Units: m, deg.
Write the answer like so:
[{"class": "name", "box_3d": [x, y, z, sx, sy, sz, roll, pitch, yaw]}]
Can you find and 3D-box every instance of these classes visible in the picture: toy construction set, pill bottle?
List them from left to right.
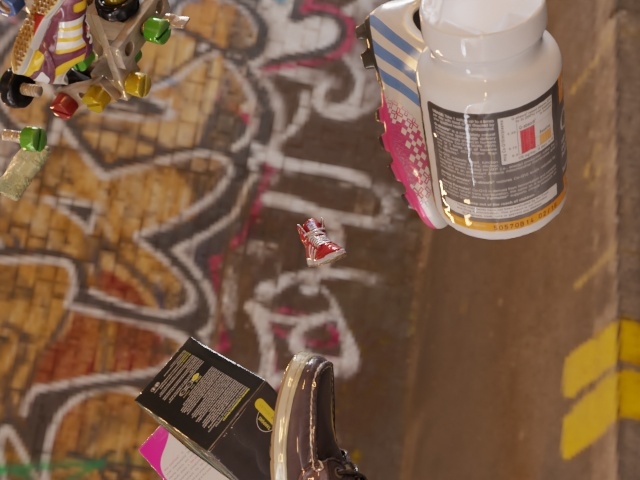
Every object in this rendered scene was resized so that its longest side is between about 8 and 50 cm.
[{"class": "toy construction set", "box_3d": [-0.282, -0.287, 1.677, 0.309, 0.237, 0.257, -45, -42, -53]}, {"class": "pill bottle", "box_3d": [0.191, -0.149, 1.319, 0.162, 0.162, 0.278, -86, -12, -46]}]

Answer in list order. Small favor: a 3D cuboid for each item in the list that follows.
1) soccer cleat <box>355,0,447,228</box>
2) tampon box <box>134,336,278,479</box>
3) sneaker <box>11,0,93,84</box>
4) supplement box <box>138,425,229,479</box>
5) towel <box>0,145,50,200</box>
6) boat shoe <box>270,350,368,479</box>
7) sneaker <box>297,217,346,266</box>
[{"class": "soccer cleat", "box_3d": [0.147, -0.184, 1.575, 0.116, 0.143, 0.331, 27, -134, -63]}, {"class": "tampon box", "box_3d": [-0.107, 0.202, 1.350, 0.101, 0.120, 0.161, -50, 39, -15]}, {"class": "sneaker", "box_3d": [-0.310, -0.272, 1.461, 0.185, 0.084, 0.069, -49, 43, 32]}, {"class": "supplement box", "box_3d": [-0.170, 0.374, 1.921, 0.111, 0.220, 0.114, -46, -11, 15]}, {"class": "towel", "box_3d": [-0.495, -0.118, 1.964, 0.110, 0.027, 0.148, -57, 26, -4]}, {"class": "boat shoe", "box_3d": [0.006, 0.249, 1.133, 0.103, 0.092, 0.285, 4, -93, -71]}, {"class": "sneaker", "box_3d": [0.000, 0.000, 1.656, 0.118, 0.042, 0.067, 169, 87, -72]}]
